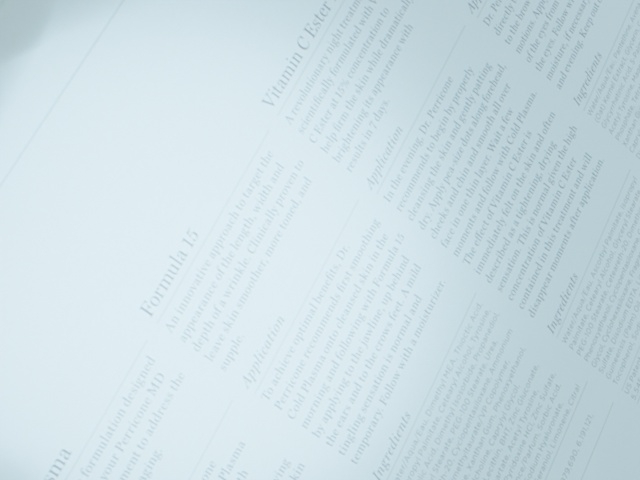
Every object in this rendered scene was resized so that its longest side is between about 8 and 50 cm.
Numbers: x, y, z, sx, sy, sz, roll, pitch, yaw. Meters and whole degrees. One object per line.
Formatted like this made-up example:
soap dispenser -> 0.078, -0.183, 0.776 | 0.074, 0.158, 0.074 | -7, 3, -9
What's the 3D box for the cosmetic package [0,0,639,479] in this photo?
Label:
cosmetic package -> 0.000, 0.000, 0.534 | 0.284, 0.097, 0.377 | 39, 62, -21
